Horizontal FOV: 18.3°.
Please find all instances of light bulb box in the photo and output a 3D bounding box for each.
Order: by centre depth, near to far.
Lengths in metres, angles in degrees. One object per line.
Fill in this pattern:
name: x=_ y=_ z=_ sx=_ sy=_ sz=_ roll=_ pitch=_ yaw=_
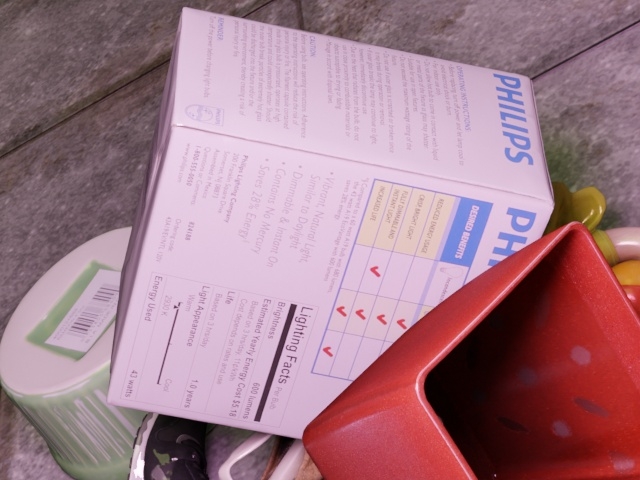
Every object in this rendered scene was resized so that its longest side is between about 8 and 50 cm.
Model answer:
light bulb box: x=0.000 y=0.000 z=1.971 sx=0.225 sy=0.361 sz=0.358 roll=-90 pitch=15 yaw=-52

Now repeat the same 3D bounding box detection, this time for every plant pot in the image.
plant pot: x=0.148 y=0.181 z=1.774 sx=0.236 sy=0.267 sz=0.267 roll=-20 pitch=16 yaw=50

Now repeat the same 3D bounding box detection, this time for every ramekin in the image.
ramekin: x=-0.237 y=0.125 z=2.362 sx=0.303 sy=0.148 sz=0.303 roll=-25 pitch=36 yaw=20

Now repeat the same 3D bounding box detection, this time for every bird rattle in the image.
bird rattle: x=0.280 y=0.063 z=1.977 sx=0.207 sy=0.143 sz=0.253 roll=-2 pitch=49 yaw=20

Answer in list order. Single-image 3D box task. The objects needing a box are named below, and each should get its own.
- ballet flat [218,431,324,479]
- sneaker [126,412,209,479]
ballet flat: x=-0.064 y=0.285 z=2.028 sx=0.116 sy=0.124 sz=0.342 roll=-16 pitch=38 yaw=57
sneaker: x=-0.145 y=0.291 z=2.152 sx=0.124 sy=0.107 sz=0.283 roll=-1 pitch=51 yaw=23
